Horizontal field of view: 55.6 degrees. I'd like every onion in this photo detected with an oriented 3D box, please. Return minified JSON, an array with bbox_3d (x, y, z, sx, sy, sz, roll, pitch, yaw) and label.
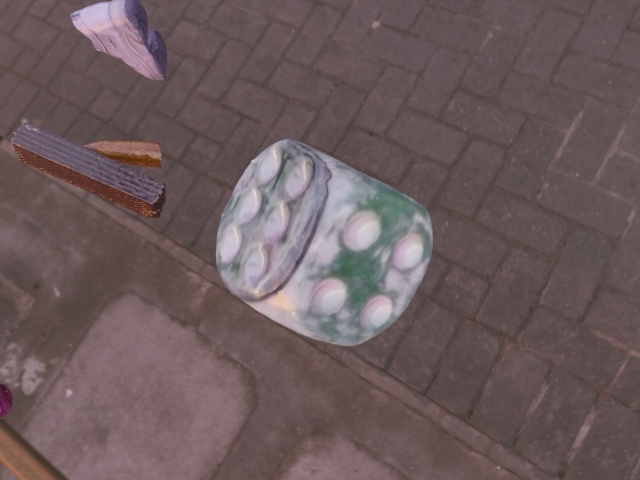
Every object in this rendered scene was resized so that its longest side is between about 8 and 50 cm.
[{"bbox_3d":[-0.789,0.387,1.433,0.115,0.115,0.104,25,107,23],"label":"onion"}]

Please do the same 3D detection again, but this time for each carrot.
[{"bbox_3d":[-0.518,-0.234,1.587,0.205,0.072,0.072,5,68,-17],"label":"carrot"}]

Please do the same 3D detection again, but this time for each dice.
[{"bbox_3d":[0.000,0.000,1.266,0.330,0.348,0.328,33,98,48],"label":"dice"}]

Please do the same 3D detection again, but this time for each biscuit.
[{"bbox_3d":[-0.568,-0.170,1.518,0.388,0.107,0.073,25,67,-4],"label":"biscuit"}]

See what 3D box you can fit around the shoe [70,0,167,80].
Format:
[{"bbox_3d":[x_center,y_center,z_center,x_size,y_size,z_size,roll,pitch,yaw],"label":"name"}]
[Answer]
[{"bbox_3d":[-0.412,-0.415,1.279,0.137,0.245,0.095,-1,73,7],"label":"shoe"}]
